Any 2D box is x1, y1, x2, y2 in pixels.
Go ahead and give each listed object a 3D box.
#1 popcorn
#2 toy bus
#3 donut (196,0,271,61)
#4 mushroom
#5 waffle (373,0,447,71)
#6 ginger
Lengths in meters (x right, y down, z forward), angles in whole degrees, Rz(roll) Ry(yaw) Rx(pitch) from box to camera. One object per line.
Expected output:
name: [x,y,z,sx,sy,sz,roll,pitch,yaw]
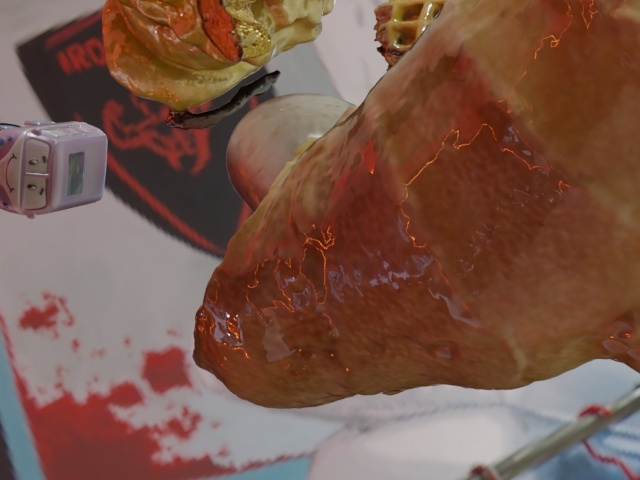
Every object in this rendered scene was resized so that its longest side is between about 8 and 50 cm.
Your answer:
popcorn: [-0.145,-0.331,1.924,0.349,0.349,0.382,-13,-58,-44]
toy bus: [-0.442,-0.119,2.229,0.202,0.142,0.142,-21,-59,-66]
donut: [-0.063,-0.179,1.080,0.037,0.083,0.067,-8,-49,-35]
mushroom: [0.000,0.000,1.212,0.243,0.244,0.243,-29,-21,-12]
waffle: [0.185,-0.242,1.510,0.254,0.245,0.052,-32,-41,-5]
ginger: [0.057,-0.010,0.599,0.126,0.190,0.354,-28,-2,-43]
